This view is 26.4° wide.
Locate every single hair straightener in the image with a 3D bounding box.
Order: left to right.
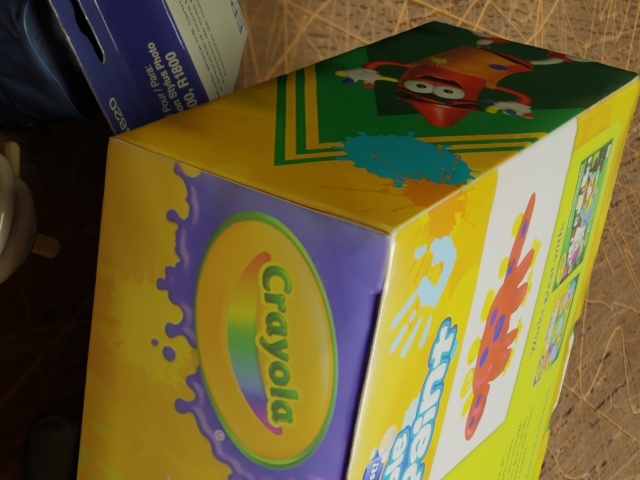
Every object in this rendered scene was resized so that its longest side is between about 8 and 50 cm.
[{"bbox_3d":[-0.178,0.211,0.783,0.089,0.047,0.230,34,65,-51],"label":"hair straightener"}]

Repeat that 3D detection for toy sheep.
[{"bbox_3d":[-0.195,-0.016,0.725,0.132,0.091,0.091,17,73,-36],"label":"toy sheep"}]

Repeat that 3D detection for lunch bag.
[{"bbox_3d":[-0.171,-0.113,0.782,0.098,0.065,0.067,62,31,-42],"label":"lunch bag"}]

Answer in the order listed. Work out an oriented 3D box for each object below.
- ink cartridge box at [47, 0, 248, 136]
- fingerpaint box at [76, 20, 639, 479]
[{"bbox_3d":[-0.111,-0.172,0.824,0.224,0.045,0.223,-84,154,-57],"label":"ink cartridge box"},{"bbox_3d":[0.018,0.120,0.836,0.371,0.163,0.444,-31,136,-56],"label":"fingerpaint box"}]
